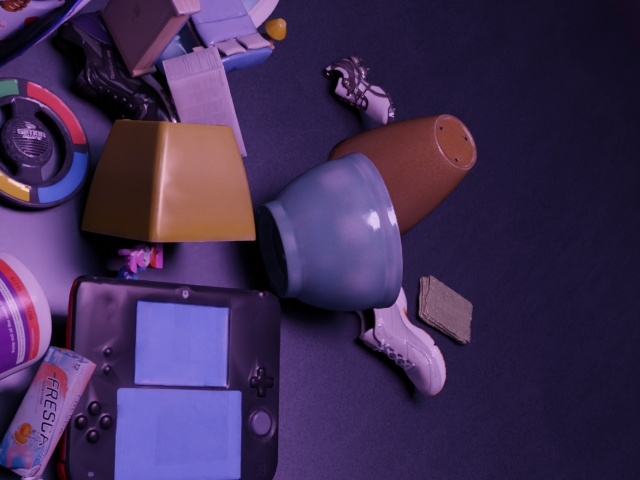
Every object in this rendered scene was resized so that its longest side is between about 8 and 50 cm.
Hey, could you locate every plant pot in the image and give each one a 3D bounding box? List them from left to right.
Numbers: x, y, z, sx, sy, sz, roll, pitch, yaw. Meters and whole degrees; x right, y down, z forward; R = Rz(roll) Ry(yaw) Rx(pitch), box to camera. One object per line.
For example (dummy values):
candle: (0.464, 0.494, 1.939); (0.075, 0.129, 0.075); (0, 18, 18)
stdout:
plant pot: (-0.245, -0.101, 1.867); (0.212, 0.212, 0.187); (-1, 96, -43)
plant pot: (0.000, 0.000, 2.067); (0.196, 0.293, 0.293); (-12, 77, -18)
plant pot: (0.182, -0.150, 2.300); (0.237, 0.254, 0.237); (21, 56, -34)

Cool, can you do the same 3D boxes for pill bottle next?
pill bottle: (-0.538, 0.139, 1.541); (0.323, 0.181, 0.181); (-25, 88, -47)

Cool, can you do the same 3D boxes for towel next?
towel: (0.261, 0.146, 2.390); (0.148, 0.027, 0.110); (31, 51, -27)

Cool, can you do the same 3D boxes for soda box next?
soda box: (-0.394, 0.245, 1.636); (0.058, 0.063, 0.183); (25, 86, 12)

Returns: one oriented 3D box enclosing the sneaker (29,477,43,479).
sneaker: (-0.473, 0.363, 1.561); (0.229, 0.087, 0.092); (-16, 79, -48)

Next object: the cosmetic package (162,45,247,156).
cosmetic package: (-0.199, -0.227, 1.993); (0.099, 0.239, 0.060); (-15, 55, -3)

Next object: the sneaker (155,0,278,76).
sneaker: (-0.202, -0.436, 2.170); (0.150, 0.135, 0.366); (51, 44, -16)

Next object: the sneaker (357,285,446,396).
sneaker: (0.137, 0.197, 2.214); (0.121, 0.099, 0.262); (-25, 80, -39)

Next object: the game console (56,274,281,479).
game console: (-0.225, 0.238, 1.796); (0.387, 0.060, 0.342); (8, 84, -38)

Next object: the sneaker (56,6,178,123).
sneaker: (-0.360, -0.261, 1.978); (0.124, 0.107, 0.283); (-28, 83, -37)

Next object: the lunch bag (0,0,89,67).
lunch bag: (-0.527, -0.370, 1.697); (0.385, 0.328, 0.239); (-12, 83, -47)

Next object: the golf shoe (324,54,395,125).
golf shoe: (0.080, -0.303, 2.394); (0.094, 0.077, 0.198); (-18, 55, -28)

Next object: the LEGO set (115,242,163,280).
LEGO set: (-0.316, 0.111, 1.825); (0.093, 0.087, 0.227); (4, 85, -35)

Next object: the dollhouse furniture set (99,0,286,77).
dollhouse furniture set: (-0.212, -0.454, 1.975); (0.303, 0.198, 0.286); (-19, 77, -40)

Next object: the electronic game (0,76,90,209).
electronic game: (-0.475, -0.158, 1.842); (0.229, 0.048, 0.229); (20, 58, -35)
